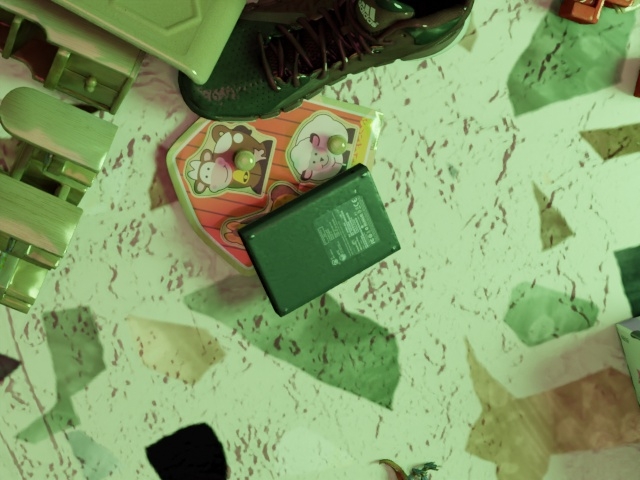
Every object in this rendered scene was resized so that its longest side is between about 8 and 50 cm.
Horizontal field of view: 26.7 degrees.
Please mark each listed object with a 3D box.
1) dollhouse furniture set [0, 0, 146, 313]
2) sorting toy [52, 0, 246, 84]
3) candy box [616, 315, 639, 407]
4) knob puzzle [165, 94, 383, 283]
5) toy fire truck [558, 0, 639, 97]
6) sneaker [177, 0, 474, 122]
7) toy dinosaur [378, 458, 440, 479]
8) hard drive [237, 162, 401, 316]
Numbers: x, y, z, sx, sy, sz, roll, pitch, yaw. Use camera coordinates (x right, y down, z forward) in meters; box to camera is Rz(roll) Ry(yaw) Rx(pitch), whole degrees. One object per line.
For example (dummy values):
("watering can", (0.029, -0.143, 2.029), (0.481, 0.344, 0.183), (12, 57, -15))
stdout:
("dollhouse furniture set", (-0.269, -0.088, 1.146), (0.161, 0.212, 0.242), (24, 69, -12))
("sorting toy", (-0.160, -0.249, 1.172), (0.208, 0.038, 0.193), (31, 53, -13))
("candy box", (0.368, 0.173, 1.291), (0.070, 0.165, 0.196), (-19, 100, -6))
("knob puzzle", (-0.049, -0.058, 1.266), (0.213, 0.030, 0.213), (-1, 100, -8))
("toy fire truck", (0.301, -0.238, 1.277), (0.135, 0.047, 0.192), (15, 96, -10))
("sneaker", (0.009, -0.189, 1.179), (0.281, 0.162, 0.106), (-21, 90, -6))
("toy dinosaur", (0.101, 0.262, 1.345), (0.090, 0.047, 0.082), (15, 108, 23))
("hard drive", (0.000, 0.000, 1.260), (0.135, 0.022, 0.094), (-29, 115, -13))
